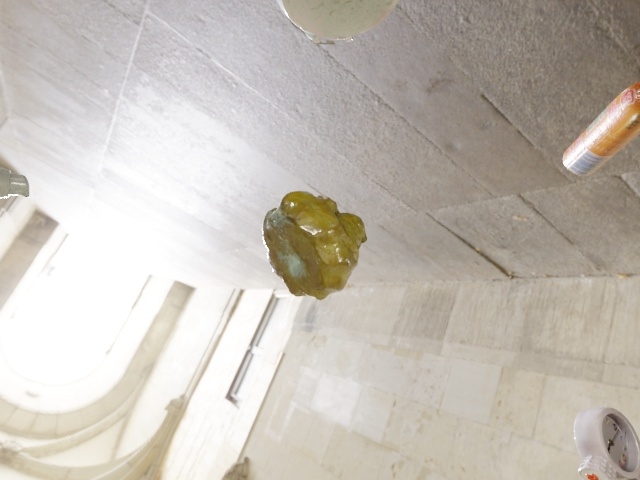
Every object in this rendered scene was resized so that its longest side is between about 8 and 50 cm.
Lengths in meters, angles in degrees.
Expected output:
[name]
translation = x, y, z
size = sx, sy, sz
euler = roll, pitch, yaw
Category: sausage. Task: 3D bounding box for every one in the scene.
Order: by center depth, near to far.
[sausage]
translation = 0.671, -0.257, 0.975
size = 0.093, 0.092, 0.312
euler = 20, 164, 10

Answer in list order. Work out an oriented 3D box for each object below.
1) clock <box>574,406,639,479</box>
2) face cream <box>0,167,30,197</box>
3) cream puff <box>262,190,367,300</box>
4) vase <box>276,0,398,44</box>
[clock]
translation = 0.304, 0.230, 0.423
size = 0.129, 0.087, 0.041
euler = 45, 141, -2
[face cream]
translation = -0.603, -0.100, 0.667
size = 0.252, 0.100, 0.101
euler = 3, 176, -36
[cream puff]
translation = 0.000, 0.000, 0.553
size = 0.146, 0.116, 0.146
euler = 23, 125, 36
[vase]
translation = 0.008, -0.559, 0.687
size = 0.250, 0.444, 0.250
euler = -7, 162, -2
